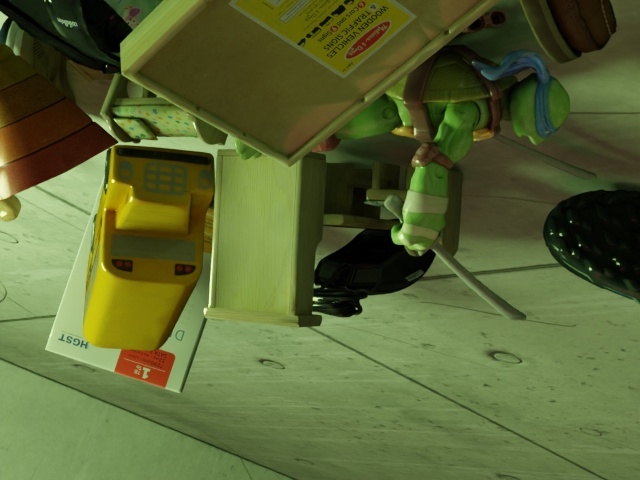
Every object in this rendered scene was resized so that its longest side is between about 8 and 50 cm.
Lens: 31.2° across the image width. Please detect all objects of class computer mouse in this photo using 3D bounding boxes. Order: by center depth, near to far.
[{"bbox_3d":[0.019,0.040,1.275,0.184,0.060,0.262,2,-160,30],"label":"computer mouse"}]

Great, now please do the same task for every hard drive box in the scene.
[{"bbox_3d":[-0.221,0.052,1.453,0.181,0.232,0.089,18,-179,-6],"label":"hard drive box"}]

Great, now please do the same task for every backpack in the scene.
[{"bbox_3d":[-0.191,-0.211,0.921,0.152,0.115,0.182,16,165,38],"label":"backpack"}]

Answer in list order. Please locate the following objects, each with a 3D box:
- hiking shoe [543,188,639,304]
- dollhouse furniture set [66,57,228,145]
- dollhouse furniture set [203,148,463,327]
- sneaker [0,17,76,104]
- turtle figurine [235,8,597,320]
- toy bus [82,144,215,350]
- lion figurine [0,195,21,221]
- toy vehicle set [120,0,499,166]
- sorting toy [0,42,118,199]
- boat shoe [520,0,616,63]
[{"bbox_3d":[0.366,0.038,1.156,0.304,0.113,0.132,15,159,2],"label":"hiking shoe"},{"bbox_3d":[-0.146,-0.120,1.146,0.182,0.101,0.161,4,157,31],"label":"dollhouse furniture set"},{"bbox_3d":[0.000,0.000,1.160,0.212,0.160,0.242,3,180,31],"label":"dollhouse furniture set"},{"bbox_3d":[-0.344,-0.165,1.184,0.153,0.099,0.282,15,163,-3],"label":"sneaker"},{"bbox_3d":[0.078,-0.067,0.982,0.266,0.197,0.274,13,158,24],"label":"turtle figurine"},{"bbox_3d":[-0.192,0.014,1.240,0.108,0.130,0.332,6,158,-14],"label":"toy bus"},{"bbox_3d":[-0.549,-0.128,1.436,0.392,0.142,0.240,-6,146,18],"label":"lion figurine"},{"bbox_3d":[0.006,-0.168,0.807,0.166,0.035,0.267,28,129,-37],"label":"toy vehicle set"},{"bbox_3d":[-0.336,-0.107,1.101,0.366,0.127,0.126,-5,114,51],"label":"sorting toy"},{"bbox_3d":[0.143,-0.213,0.645,0.105,0.110,0.307,-17,147,15],"label":"boat shoe"}]
